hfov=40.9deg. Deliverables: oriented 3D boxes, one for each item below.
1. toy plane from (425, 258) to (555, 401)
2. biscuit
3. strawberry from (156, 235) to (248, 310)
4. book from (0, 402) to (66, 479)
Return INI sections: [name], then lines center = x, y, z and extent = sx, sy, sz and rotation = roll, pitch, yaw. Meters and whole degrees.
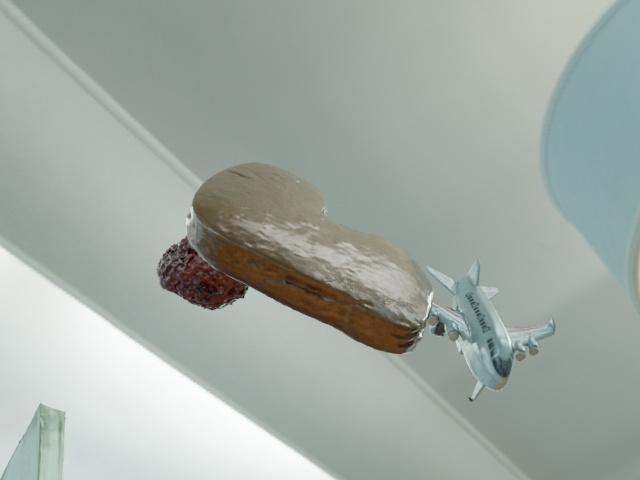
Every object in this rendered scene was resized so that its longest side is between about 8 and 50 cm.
[toy plane]
center = 0.139, 0.077, 0.756
extent = 0.162, 0.171, 0.066
rotation = 17, -57, -11
[biscuit]
center = 0.000, 0.000, 0.637
extent = 0.192, 0.186, 0.036
rotation = 27, -68, 5
[strawberry]
center = -0.111, 0.027, 0.838
extent = 0.096, 0.083, 0.083
rotation = -11, -52, 1
[book]
center = -0.242, 0.300, 0.654
extent = 0.025, 0.283, 0.215
rotation = 18, -59, -28
